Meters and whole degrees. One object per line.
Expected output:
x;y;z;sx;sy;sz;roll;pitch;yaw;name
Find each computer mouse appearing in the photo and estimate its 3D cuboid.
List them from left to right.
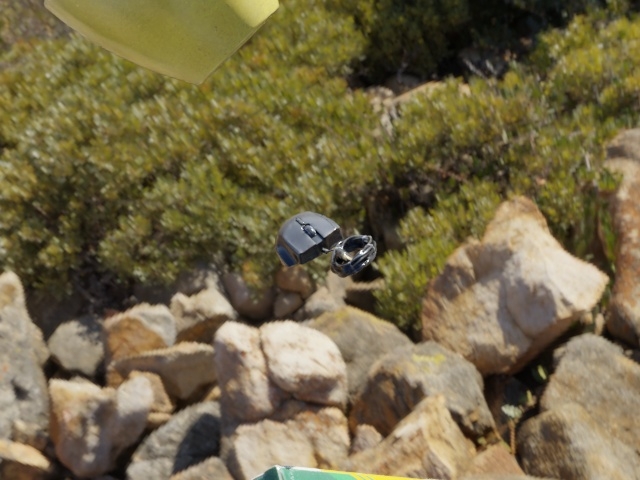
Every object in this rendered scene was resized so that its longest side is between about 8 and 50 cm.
0.000;0.000;1.038;0.071;0.041;0.242;-30;14;-14;computer mouse

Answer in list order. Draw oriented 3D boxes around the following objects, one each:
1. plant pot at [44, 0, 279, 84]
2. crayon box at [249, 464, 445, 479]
-0.081;-0.150;0.586;0.134;0.095;0.134;-42;10;9;plant pot
-0.004;0.337;1.102;0.203;0.323;0.083;-36;57;27;crayon box
